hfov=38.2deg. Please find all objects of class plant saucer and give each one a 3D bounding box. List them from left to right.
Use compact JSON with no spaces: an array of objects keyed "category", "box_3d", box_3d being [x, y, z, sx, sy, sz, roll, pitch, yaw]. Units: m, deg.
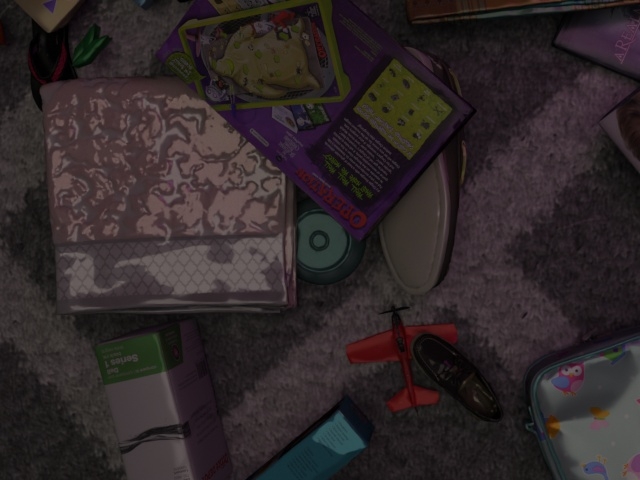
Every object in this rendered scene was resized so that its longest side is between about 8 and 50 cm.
[{"category":"plant saucer","box_3d":[0.000,0.000,1.219,0.119,0.021,0.119,0,91,7]}]

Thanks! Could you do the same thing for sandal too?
[{"category":"sandal","box_3d":[-0.368,-0.251,1.250,0.067,0.040,0.179,-5,91,6]}]

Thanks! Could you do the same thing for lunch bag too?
[{"category":"lunch bag","box_3d":[0.377,0.245,1.134,0.224,0.108,0.279,-20,88,11]}]

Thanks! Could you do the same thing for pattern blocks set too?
[{"category":"pattern blocks set","box_3d":[-0.372,-0.382,1.240,0.285,0.026,0.325,-39,79,4]}]

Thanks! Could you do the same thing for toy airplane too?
[{"category":"toy airplane","box_3d":[0.109,0.160,1.206,0.151,0.028,0.151,0,91,6]}]

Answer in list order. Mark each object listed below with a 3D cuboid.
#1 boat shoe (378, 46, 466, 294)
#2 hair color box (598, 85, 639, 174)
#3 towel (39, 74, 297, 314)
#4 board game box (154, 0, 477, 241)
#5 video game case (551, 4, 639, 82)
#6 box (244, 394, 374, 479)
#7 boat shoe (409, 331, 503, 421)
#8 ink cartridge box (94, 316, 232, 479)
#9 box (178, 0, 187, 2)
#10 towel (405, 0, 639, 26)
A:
[{"category":"boat shoe","box_3d":[0.134,-0.086,1.156,0.109,0.091,0.305,-3,90,42]},{"category":"hair color box","box_3d":[0.508,-0.065,1.068,0.347,0.105,0.174,51,134,4]},{"category":"towel","box_3d":[-0.197,-0.060,1.204,0.332,0.053,0.317,-2,92,6]},{"category":"board game box","box_3d":[-0.011,-0.189,1.104,0.347,0.056,0.208,43,103,8]},{"category":"video game case","box_3d":[0.455,-0.281,1.147,0.274,0.026,0.196,24,95,5]},{"category":"box","box_3d":[-0.043,0.307,1.196,0.244,0.100,0.060,-41,86,7]},{"category":"boat shoe","box_3d":[0.179,0.173,1.174,0.152,0.049,0.056,41,80,-9]},{"category":"ink cartridge box","box_3d":[-0.196,0.220,1.183,0.093,0.160,0.219,-13,90,9]},{"category":"box","box_3d":[-0.085,-0.428,1.178,0.261,0.103,0.184,-9,88,8]},{"category":"towel","box_3d":[0.284,-0.403,1.135,0.370,0.040,0.271,-4,77,10]}]
